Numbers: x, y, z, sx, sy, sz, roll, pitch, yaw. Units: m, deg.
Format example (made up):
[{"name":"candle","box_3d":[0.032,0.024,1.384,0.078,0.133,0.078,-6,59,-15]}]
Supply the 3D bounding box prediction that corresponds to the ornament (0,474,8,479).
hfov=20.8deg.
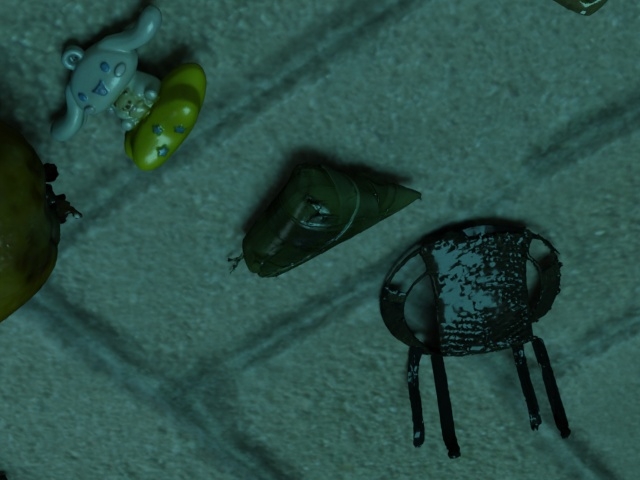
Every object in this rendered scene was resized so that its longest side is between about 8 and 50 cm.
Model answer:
[{"name":"ornament","box_3d":[-0.394,0.270,1.618,0.236,0.080,0.202,-19,141,3]}]

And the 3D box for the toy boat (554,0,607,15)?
[{"name":"toy boat","box_3d":[0.214,-0.270,1.297,0.116,0.061,0.188,26,120,-26]}]

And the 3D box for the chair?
[{"name":"chair","box_3d":[0.146,0.091,1.619,0.174,0.149,0.213,-8,93,-7]}]

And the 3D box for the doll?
[{"name":"doll","box_3d":[-0.144,-0.122,1.337,0.113,0.071,0.135,13,124,-5]}]

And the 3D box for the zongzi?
[{"name":"zongzi","box_3d":[0.000,0.000,1.507,0.130,0.062,0.154,4,139,-38]}]

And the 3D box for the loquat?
[{"name":"loquat","box_3d":[-0.298,-0.012,1.314,0.234,0.176,0.187,-5,151,-10]}]
